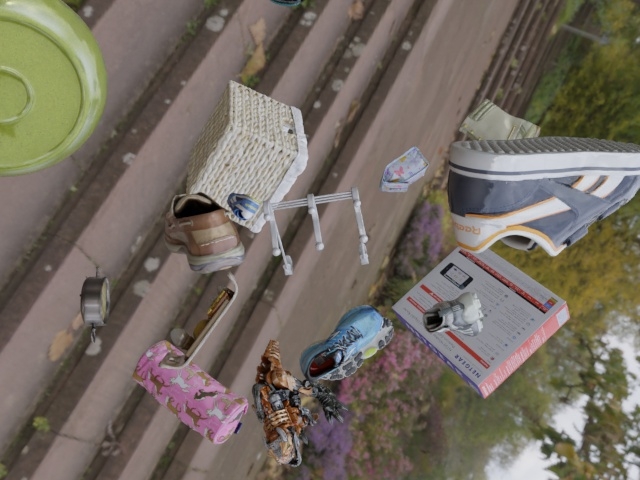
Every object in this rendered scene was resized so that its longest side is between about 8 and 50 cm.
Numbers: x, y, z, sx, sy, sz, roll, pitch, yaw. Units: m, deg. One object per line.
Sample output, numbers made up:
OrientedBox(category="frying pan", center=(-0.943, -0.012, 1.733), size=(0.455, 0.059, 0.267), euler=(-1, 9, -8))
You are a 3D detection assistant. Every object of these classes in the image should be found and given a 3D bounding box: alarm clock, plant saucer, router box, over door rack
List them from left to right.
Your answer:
OrientedBox(category="plant saucer", center=(-0.358, -0.167, 0.687), size=(0.241, 0.037, 0.240), euler=(-17, 133, -20))
OrientedBox(category="alarm clock", center=(-0.591, 0.176, 1.612), size=(0.129, 0.064, 0.191), euler=(106, -21, -59))
OrientedBox(category="over door rack", center=(0.000, 0.000, 1.580), size=(0.324, 0.240, 0.108), euler=(76, 7, -58))
OrientedBox(category="router box", center=(0.405, 0.185, 1.600), size=(0.301, 0.335, 0.082), euler=(-41, 136, -6))

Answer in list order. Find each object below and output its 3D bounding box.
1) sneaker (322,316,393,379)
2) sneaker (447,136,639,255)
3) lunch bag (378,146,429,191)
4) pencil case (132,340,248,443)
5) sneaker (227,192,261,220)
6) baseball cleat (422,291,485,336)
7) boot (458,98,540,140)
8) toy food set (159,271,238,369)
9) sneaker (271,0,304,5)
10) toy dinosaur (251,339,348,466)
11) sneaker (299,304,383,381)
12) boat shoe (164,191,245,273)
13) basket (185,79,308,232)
OrientedBox(category="sneaker", center=(0.076, 0.297, 1.720), size=(0.279, 0.107, 0.118), euler=(-23, -168, -27))
OrientedBox(category="sneaker", center=(0.279, -0.059, 0.749), size=(0.126, 0.321, 0.127), euler=(31, -57, 56))
OrientedBox(category="lunch bag", center=(0.140, -0.114, 1.066), size=(0.083, 0.053, 0.071), euler=(-33, 172, -4))
OrientedBox(category="pencil case", center=(-0.413, 0.475, 1.956), size=(0.160, 0.386, 0.167), euler=(-60, 161, 4))
OrientedBox(category="sneaker", center=(-0.202, -0.083, 1.543), size=(0.144, 0.053, 0.059), euler=(8, -106, 61))
OrientedBox(category="baseball cleat", center=(0.241, 0.138, 1.123), size=(0.206, 0.110, 0.072), euler=(57, 19, -65))
OrientedBox(category="boot", center=(0.397, -0.218, 1.474), size=(0.213, 0.165, 0.077), euler=(-55, 162, 3))
OrientedBox(category="toy food set", center=(-0.339, 0.218, 1.742), size=(0.306, 0.092, 0.220), euler=(-55, -175, -7))
OrientedBox(category="sneaker", center=(-0.069, -0.398, 0.864), size=(0.302, 0.108, 0.120), euler=(34, -76, 55))
OrientedBox(category="toy dinosaur", center=(-0.070, 0.342, 1.342), size=(0.164, 0.218, 0.321), euler=(-24, -138, 32))
OrientedBox(category="sneaker", center=(0.036, 0.168, 0.963), size=(0.162, 0.063, 0.073), euler=(-43, -171, 10))
OrientedBox(category="boat shoe", center=(-0.225, -0.036, 1.146), size=(0.123, 0.324, 0.116), euler=(-19, 109, -24))
OrientedBox(category="basket", center=(-0.235, -0.271, 1.949), size=(0.331, 0.267, 0.328), euler=(-52, -152, 30))
